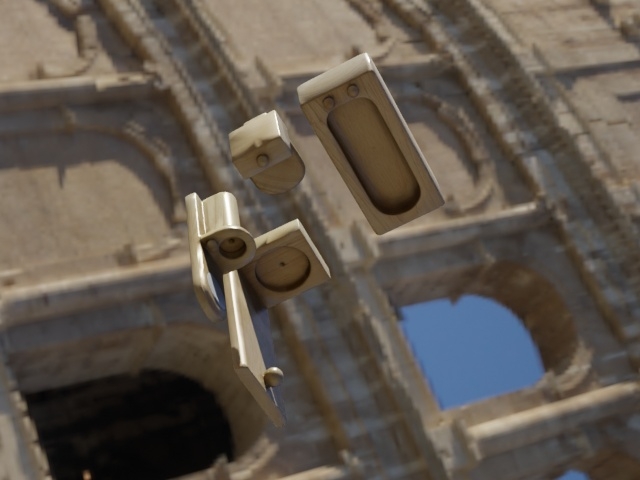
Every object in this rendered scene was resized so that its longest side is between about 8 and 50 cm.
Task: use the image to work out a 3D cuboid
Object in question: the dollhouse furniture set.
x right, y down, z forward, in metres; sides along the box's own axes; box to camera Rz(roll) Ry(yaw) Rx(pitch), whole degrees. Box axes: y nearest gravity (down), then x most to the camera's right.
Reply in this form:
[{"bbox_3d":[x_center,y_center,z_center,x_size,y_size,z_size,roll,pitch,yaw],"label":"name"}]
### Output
[{"bbox_3d":[0.000,0.000,0.803,0.144,0.151,0.123,58,11,-35],"label":"dollhouse furniture set"}]
